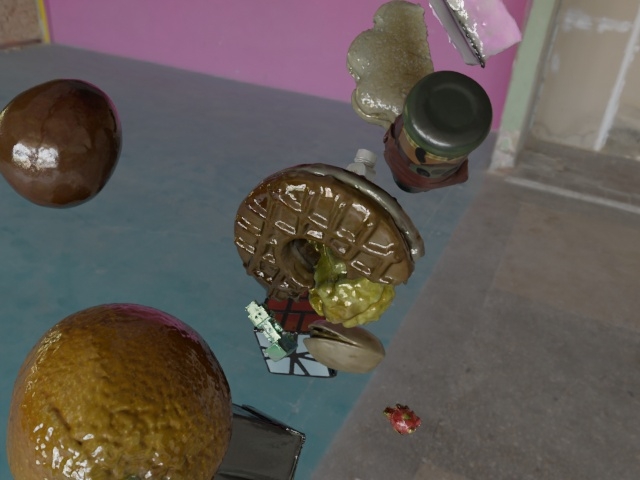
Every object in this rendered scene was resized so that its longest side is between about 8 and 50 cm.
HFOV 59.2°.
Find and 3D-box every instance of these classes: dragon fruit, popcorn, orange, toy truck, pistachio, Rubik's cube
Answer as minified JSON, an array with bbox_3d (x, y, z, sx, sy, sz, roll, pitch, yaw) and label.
[{"bbox_3d":[0.246,0.545,1.729,0.116,0.086,0.081,33,41,10],"label":"dragon fruit"},{"bbox_3d":[0.068,0.049,1.247,0.252,0.215,0.286,-33,53,15],"label":"popcorn"},{"bbox_3d":[-0.291,0.260,0.831,0.322,0.321,0.357,-4,16,-18],"label":"orange"},{"bbox_3d":[-0.141,0.241,1.513,0.175,0.067,0.081,52,20,6],"label":"toy truck"},{"bbox_3d":[0.069,0.301,1.606,0.238,0.153,0.137,15,61,2],"label":"pistachio"},{"bbox_3d":[-0.068,0.348,2.222,0.294,0.288,0.283,1,40,18],"label":"Rubik's cube"}]

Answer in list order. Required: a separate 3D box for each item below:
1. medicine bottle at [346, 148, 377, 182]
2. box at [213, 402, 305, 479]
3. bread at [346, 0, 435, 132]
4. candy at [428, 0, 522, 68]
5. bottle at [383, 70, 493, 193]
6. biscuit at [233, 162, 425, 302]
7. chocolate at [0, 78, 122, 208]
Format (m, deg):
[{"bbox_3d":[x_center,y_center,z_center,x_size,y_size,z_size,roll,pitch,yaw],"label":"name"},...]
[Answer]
[{"bbox_3d":[0.114,-0.184,1.724,0.069,0.183,0.119,28,-10,-26],"label":"medicine bottle"},{"bbox_3d":[-0.222,0.536,1.376,0.205,0.251,0.345,23,-15,-23],"label":"box"},{"bbox_3d":[0.151,-0.347,1.182,0.183,0.102,0.337,-6,75,-8],"label":"bread"},{"bbox_3d":[0.338,-0.538,1.302,0.116,0.265,0.155,-35,16,9],"label":"candy"},{"bbox_3d":[0.186,-0.156,0.930,0.156,0.271,0.143,41,77,8],"label":"bottle"},{"bbox_3d":[-0.016,-0.012,1.030,0.366,0.268,0.115,-16,29,37],"label":"biscuit"},{"bbox_3d":[-0.343,-0.135,0.746,0.177,0.176,0.176,5,29,-3],"label":"chocolate"}]
